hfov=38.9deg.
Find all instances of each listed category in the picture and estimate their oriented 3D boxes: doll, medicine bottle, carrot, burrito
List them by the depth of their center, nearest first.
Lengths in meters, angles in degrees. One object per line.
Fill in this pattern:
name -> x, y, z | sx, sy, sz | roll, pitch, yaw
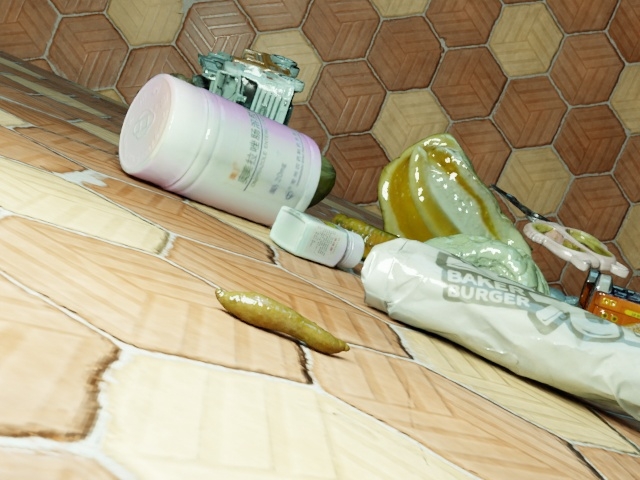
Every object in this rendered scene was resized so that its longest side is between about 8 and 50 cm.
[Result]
burrito -> 0.255, 0.113, 0.997 | 0.446, 0.101, 0.139 | 23, -6, 12
medicine bottle -> 0.000, 0.000, 1.219 | 0.118, 0.055, 0.074 | 20, 5, -37
medicine bottle -> -0.141, -0.123, 1.289 | 0.254, 0.152, 0.152 | 20, 7, -37
carrot -> 0.119, 0.023, 1.437 | 0.260, 0.070, 0.070 | 25, 5, 27
doll -> 0.363, 0.124, 1.579 | 0.120, 0.075, 0.180 | -17, -4, -16

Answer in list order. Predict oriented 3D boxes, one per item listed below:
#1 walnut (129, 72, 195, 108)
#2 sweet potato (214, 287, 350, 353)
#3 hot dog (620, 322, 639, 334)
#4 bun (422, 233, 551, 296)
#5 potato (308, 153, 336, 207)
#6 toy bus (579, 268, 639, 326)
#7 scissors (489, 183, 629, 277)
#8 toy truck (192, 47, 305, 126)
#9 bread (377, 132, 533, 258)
walnut -> -0.280, -0.236, 1.755 | 0.178, 0.178, 0.230 | 21, 11, -25
sweet potato -> -0.027, 0.062, 0.689 | 0.115, 0.026, 0.026 | 26, 5, -8
hot dog -> 0.428, 0.149, 1.223 | 0.249, 0.076, 0.102 | -5, -14, -22
bun -> 0.223, 0.058, 1.252 | 0.213, 0.126, 0.204 | 21, 4, -23
potato -> -0.093, -0.106, 1.580 | 0.269, 0.112, 0.255 | 6, 19, -30
toy bus -> 0.489, 0.137, 1.474 | 0.143, 0.153, 0.329 | 18, 5, 12
scissors -> 0.362, -0.027, 1.462 | 0.160, 0.024, 0.317 | 8, 23, -29
toy truck -> -0.139, -0.265, 1.616 | 0.184, 0.133, 0.338 | 17, 18, -11
bread -> 0.219, -0.031, 1.605 | 0.300, 0.210, 0.341 | 57, 10, -4
